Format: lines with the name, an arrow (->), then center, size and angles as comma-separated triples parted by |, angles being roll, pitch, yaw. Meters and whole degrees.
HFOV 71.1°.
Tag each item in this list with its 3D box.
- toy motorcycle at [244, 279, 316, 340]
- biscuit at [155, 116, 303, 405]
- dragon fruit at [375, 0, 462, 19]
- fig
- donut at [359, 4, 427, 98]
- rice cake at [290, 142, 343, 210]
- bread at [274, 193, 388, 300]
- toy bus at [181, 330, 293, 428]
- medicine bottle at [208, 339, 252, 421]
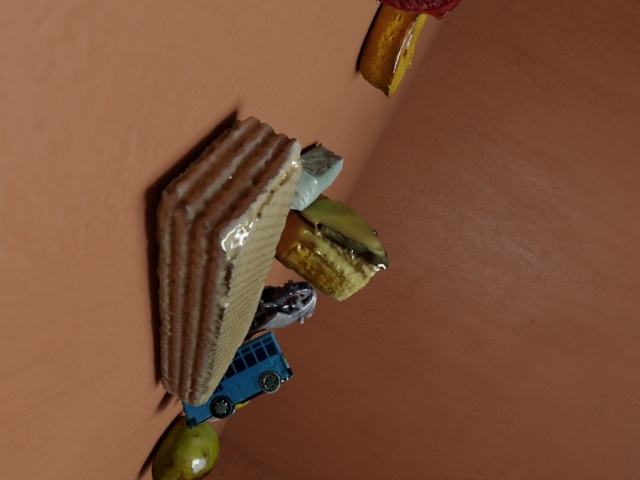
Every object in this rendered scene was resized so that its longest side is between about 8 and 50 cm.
toy motorcycle -> -0.094, 0.126, 0.808 | 0.215, 0.080, 0.122 | -32, 156, 24
biscuit -> -0.117, 0.062, 0.513 | 0.144, 0.079, 0.426 | -59, 177, -40
dragon fruit -> 0.163, -0.390, 0.519 | 0.161, 0.126, 0.274 | -60, 177, -6
fig -> -0.274, 0.442, 0.917 | 0.136, 0.121, 0.153 | -58, 179, 32
donut -> 0.128, -0.351, 0.774 | 0.174, 0.075, 0.190 | -56, 170, -43
rice cake -> -0.015, -0.106, 0.732 | 0.069, 0.063, 0.206 | -60, 176, 23
bread -> 0.000, 0.000, 0.808 | 0.162, 0.204, 0.262 | -52, -176, 11
toy bus -> -0.147, 0.236, 0.763 | 0.185, 0.106, 0.090 | -24, 166, -14
medicine bottle -> -0.188, 0.289, 0.922 | 0.121, 0.122, 0.212 | -62, 176, 9
